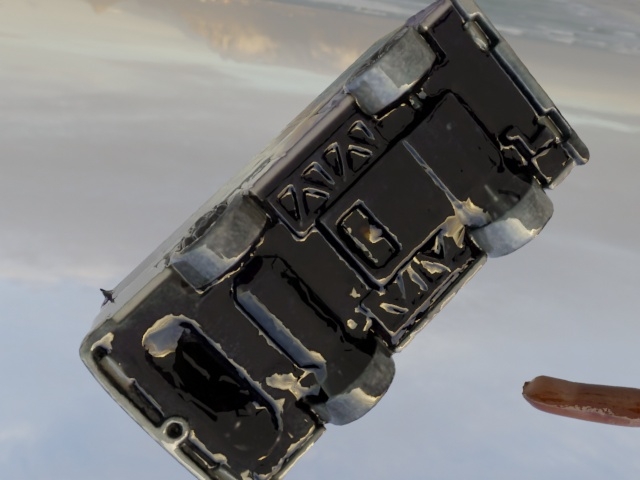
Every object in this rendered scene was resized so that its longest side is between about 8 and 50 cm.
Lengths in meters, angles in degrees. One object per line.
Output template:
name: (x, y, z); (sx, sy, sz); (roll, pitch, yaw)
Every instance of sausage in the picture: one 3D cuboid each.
sausage: (0.609, 0.367, 1.658); (0.300, 0.083, 0.089); (5, -138, 21)

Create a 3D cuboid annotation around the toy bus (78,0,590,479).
toy bus: (0.000, 0.000, 0.696); (0.209, 0.440, 0.249); (47, 169, -14)
